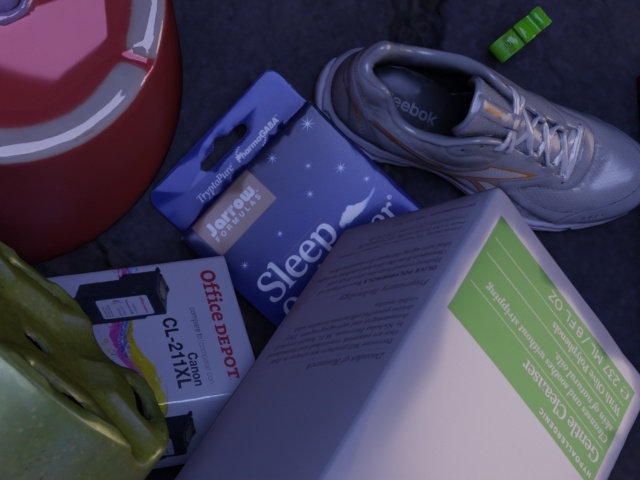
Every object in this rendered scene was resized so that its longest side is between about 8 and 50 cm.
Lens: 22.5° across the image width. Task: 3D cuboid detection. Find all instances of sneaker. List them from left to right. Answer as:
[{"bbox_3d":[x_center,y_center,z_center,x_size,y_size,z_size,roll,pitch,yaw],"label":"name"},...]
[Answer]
[{"bbox_3d":[0.128,-0.075,1.158,0.262,0.121,0.099,15,82,-10],"label":"sneaker"}]

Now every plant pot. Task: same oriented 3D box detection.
[{"bbox_3d":[-0.228,0.136,0.861,0.276,0.276,0.254,44,95,-4],"label":"plant pot"},{"bbox_3d":[-0.208,-0.126,1.029,0.274,0.243,0.275,1,83,-12],"label":"plant pot"}]

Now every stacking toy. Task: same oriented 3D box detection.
[{"bbox_3d":[0.157,-0.261,1.224,0.221,0.052,0.167,-44,92,-11],"label":"stacking toy"}]

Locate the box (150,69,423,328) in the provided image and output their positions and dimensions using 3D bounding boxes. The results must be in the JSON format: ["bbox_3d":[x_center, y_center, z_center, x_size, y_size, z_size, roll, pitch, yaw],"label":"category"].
[{"bbox_3d":[0.000,0.000,1.151,0.225,0.036,0.136,43,92,-4],"label":"box"}]

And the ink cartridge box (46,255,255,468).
[{"bbox_3d":[-0.136,0.086,1.079,0.175,0.072,0.127,-8,47,-14],"label":"ink cartridge box"}]

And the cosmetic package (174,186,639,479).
[{"bbox_3d":[0.035,0.166,0.981,0.197,0.155,0.365,50,50,-22],"label":"cosmetic package"}]

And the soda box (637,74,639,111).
[{"bbox_3d":[0.302,-0.005,1.207,0.092,0.083,0.263,-1,83,-13],"label":"soda box"}]
